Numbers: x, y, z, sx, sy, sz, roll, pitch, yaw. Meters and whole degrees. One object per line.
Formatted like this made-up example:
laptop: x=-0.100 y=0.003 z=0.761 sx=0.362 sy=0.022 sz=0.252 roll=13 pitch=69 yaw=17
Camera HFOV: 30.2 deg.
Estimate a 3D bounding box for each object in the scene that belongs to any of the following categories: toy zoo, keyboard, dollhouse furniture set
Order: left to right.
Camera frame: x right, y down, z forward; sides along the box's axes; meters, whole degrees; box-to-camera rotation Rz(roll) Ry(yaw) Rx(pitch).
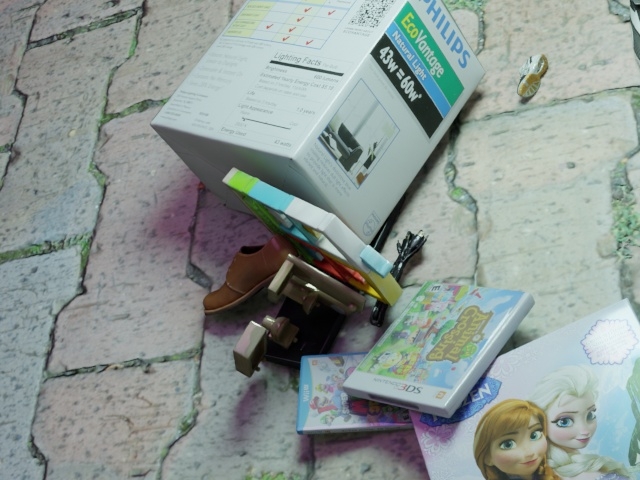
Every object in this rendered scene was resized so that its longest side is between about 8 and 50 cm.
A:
dollhouse furniture set: x=-0.030 y=0.132 z=1.663 sx=0.123 sy=0.144 sz=0.151 roll=29 pitch=72 yaw=9
toy zoo: x=0.000 y=0.000 z=1.682 sx=0.030 sy=0.192 sz=0.293 roll=-52 pitch=42 yaw=-10
keyboard: x=0.049 y=0.057 z=1.765 sx=0.201 sy=0.033 sz=0.317 roll=8 pitch=61 yaw=42

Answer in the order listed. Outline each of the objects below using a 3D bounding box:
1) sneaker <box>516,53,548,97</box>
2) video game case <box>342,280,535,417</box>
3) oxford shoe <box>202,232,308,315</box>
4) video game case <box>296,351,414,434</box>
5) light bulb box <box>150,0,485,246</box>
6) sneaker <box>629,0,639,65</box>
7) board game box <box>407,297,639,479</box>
sneaker: x=0.322 y=-0.254 z=1.845 sx=0.037 sy=0.032 sz=0.083 roll=3 pitch=52 yaw=49
video game case: x=0.156 y=0.139 z=1.584 sx=0.193 sy=0.023 sz=0.212 roll=5 pitch=45 yaw=49
oxford shoe: x=-0.112 y=0.050 z=1.801 sx=0.212 sy=0.076 sz=0.076 roll=-33 pitch=6 yaw=35
video game case: x=0.052 y=0.207 z=1.632 sx=0.166 sy=0.015 sz=0.119 roll=-5 pitch=54 yaw=12
light bulb box: x=-0.004 y=-0.224 z=1.856 sx=0.358 sy=0.225 sz=0.361 roll=18 pitch=66 yaw=45
sneaker: x=0.489 y=-0.346 z=1.758 sx=0.078 sy=0.106 sz=0.234 roll=-13 pitch=51 yaw=24
board game box: x=0.291 y=0.266 z=1.434 sx=0.319 sy=0.066 sz=0.318 roll=-27 pitch=46 yaw=11
